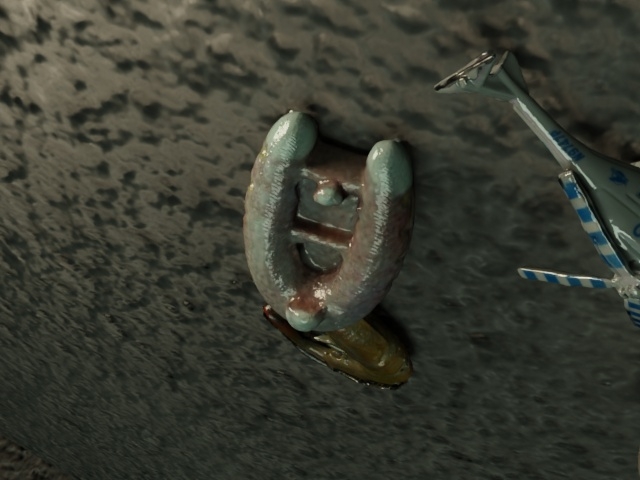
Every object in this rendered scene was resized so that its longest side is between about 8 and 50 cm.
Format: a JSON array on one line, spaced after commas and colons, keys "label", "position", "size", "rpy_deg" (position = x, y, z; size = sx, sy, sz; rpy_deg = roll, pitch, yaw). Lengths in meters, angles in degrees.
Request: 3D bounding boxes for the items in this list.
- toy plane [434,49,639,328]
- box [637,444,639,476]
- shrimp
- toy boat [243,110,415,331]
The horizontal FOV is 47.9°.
[{"label": "toy plane", "position": [0.199, -0.040, 0.526], "size": [0.273, 0.107, 0.182], "rpy_deg": [35, 155, 1]}, {"label": "box", "position": [0.484, 0.219, 0.630], "size": [0.349, 0.141, 0.288], "rpy_deg": [13, 157, 12]}, {"label": "shrimp", "position": [0.005, 0.102, 0.843], "size": [0.253, 0.058, 0.173], "rpy_deg": [42, 149, -24]}, {"label": "toy boat", "position": [0.000, 0.000, 0.645], "size": [0.155, 0.085, 0.227], "rpy_deg": [17, 132, 6]}]
